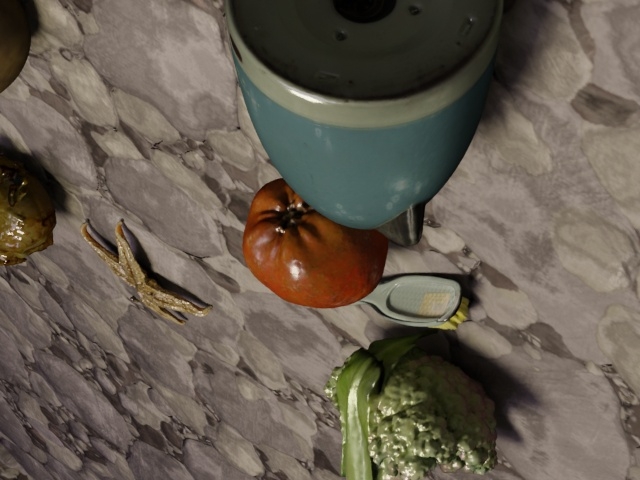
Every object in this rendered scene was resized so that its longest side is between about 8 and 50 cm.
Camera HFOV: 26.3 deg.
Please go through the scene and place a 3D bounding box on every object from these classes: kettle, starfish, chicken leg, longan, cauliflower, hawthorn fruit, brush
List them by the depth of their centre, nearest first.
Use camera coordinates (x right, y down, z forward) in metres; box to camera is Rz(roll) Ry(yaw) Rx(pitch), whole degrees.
[{"bbox_3d":[0.031,-0.169,1.369,0.342,0.247,0.319,86,162,-62],"label":"kettle"},{"bbox_3d":[0.000,0.000,1.673,0.189,0.189,0.189,31,150,20],"label":"hawthorn fruit"},{"bbox_3d":[0.097,0.080,1.782,0.060,0.068,0.297,33,164,-33],"label":"brush"},{"bbox_3d":[0.100,0.269,1.819,0.256,0.239,0.315,31,107,24],"label":"cauliflower"},{"bbox_3d":[-0.483,-0.294,1.891,0.204,0.159,0.185,-112,24,-45],"label":"longan"},{"bbox_3d":[-0.298,0.055,2.246,0.247,0.050,0.138,42,150,-7],"label":"starfish"},{"bbox_3d":[-0.559,-0.074,2.317,0.361,0.140,0.212,29,130,42],"label":"chicken leg"}]
